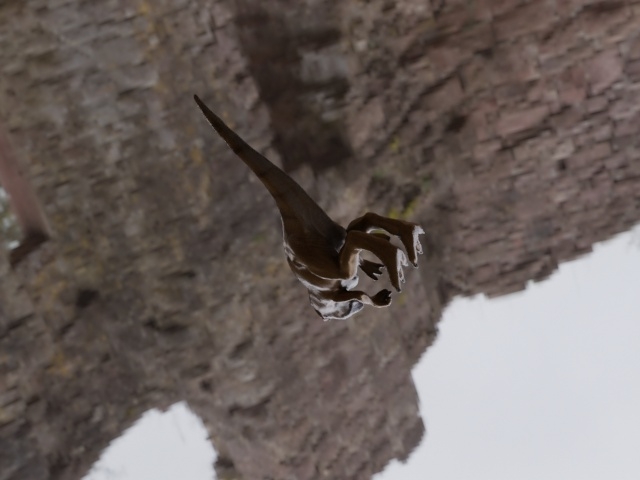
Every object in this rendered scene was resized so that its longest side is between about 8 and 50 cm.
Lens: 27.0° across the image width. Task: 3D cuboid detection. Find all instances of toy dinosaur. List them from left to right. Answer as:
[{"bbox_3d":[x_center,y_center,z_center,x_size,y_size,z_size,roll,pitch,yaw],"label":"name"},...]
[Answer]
[{"bbox_3d":[0.000,0.000,0.844,0.112,0.211,0.064,-1,-130,21],"label":"toy dinosaur"}]
